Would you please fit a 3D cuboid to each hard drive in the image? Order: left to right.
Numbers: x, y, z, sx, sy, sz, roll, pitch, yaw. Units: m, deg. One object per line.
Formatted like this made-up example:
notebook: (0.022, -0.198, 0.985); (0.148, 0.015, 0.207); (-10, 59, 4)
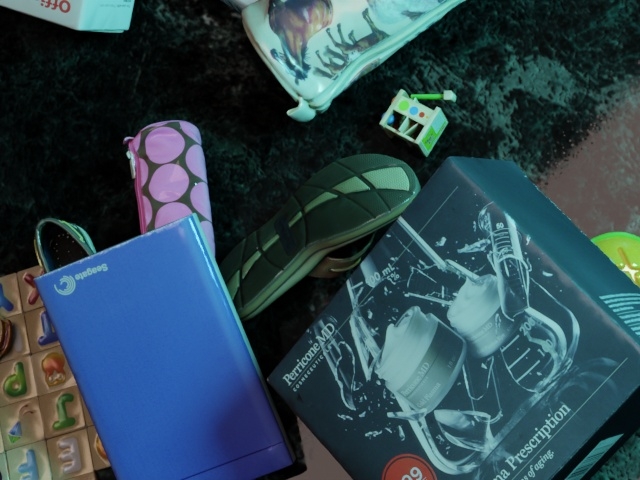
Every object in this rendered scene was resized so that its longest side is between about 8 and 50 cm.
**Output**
hard drive: (-0.186, 0.153, 1.807); (0.210, 0.040, 0.318); (-22, 93, 10)

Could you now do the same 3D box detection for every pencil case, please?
pencil case: (-0.187, -0.042, 1.887); (0.098, 0.095, 0.209); (0, 62, -21)
pencil case: (0.098, -0.316, 1.851); (0.410, 0.160, 0.183); (-35, 55, 4)

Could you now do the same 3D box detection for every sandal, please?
sandal: (-0.001, 0.000, 1.839); (0.303, 0.086, 0.120); (-35, 44, 23)

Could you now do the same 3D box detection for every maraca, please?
maraca: (0.318, 0.078, 1.716); (0.127, 0.099, 0.185); (34, 99, 10)

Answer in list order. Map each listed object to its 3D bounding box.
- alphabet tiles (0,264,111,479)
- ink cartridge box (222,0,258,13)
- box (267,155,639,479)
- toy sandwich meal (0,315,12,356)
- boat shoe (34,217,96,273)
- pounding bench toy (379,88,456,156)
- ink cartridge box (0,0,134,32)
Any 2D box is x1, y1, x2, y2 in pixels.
alphabet tiles: (-0.384, 0.208, 1.928); (0.285, 0.011, 0.342); (-17, 72, 11)
ink cartridge box: (-0.095, -0.490, 2.003); (0.324, 0.071, 0.330); (36, 84, 22)
box: (0.174, 0.137, 1.642); (0.312, 0.179, 0.343); (47, 112, 22)
toy sandwich meal: (-0.437, 0.125, 1.943); (0.086, 0.029, 0.085); (-4, 74, 15)
boat shoe: (-0.293, 0.070, 1.895); (0.081, 0.069, 0.227); (-36, 69, 5)
pounding bench toy: (0.120, -0.159, 1.859); (0.065, 0.052, 0.083); (30, 85, 21)
ink cartridge box: (-0.332, -0.423, 1.965); (0.197, 0.114, 0.272); (20, 108, 26)
